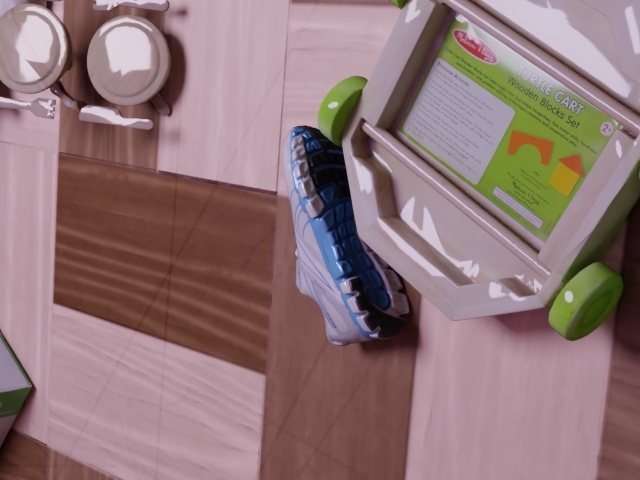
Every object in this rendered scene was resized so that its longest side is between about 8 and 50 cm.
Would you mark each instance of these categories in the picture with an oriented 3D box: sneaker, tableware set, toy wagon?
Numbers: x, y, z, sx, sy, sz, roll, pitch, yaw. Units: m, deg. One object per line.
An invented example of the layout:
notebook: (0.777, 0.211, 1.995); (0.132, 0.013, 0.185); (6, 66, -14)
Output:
sneaker: (0.000, 0.000, 0.905); (0.083, 0.071, 0.190); (-29, 74, 46)
tableware set: (-0.230, -0.179, 1.073); (0.194, 0.039, 0.128); (10, 96, 16)
toy wagon: (0.144, -0.110, 0.763); (0.267, 0.068, 0.344); (43, 120, 31)

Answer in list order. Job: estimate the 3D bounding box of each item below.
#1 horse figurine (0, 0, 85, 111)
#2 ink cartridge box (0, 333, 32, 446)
horse figurine: (-0.306, -0.251, 1.157); (0.174, 0.066, 0.263); (25, 115, 34)
ink cartridge box: (-0.449, 0.194, 1.309); (0.160, 0.093, 0.219); (49, 123, 28)
